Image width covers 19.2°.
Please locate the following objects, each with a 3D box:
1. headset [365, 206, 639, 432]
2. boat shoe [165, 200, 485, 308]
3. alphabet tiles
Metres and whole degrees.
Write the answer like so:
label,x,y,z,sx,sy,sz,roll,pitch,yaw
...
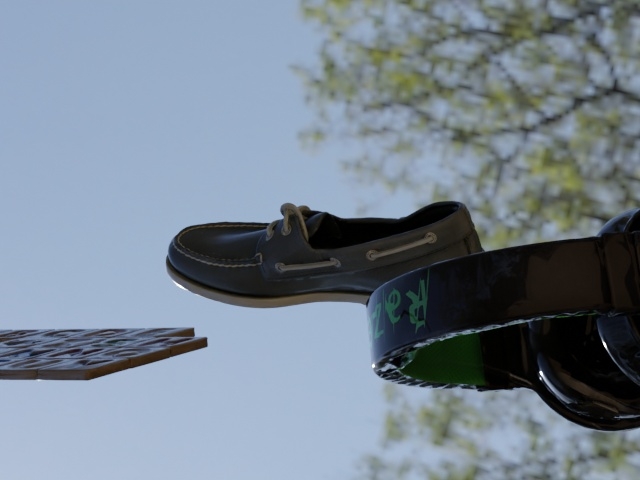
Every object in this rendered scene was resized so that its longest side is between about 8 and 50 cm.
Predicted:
label,x,y,z,sx,sy,sz,roll,pitch,yaw
headset,0.228,0.075,1.262,0.394,0.243,0.185,-3,-105,-16
boat shoe,0.000,0.000,1.773,0.116,0.319,0.099,-57,-35,-52
alphabet tiles,-0.199,0.073,1.187,0.198,0.237,0.009,-12,-82,-57
